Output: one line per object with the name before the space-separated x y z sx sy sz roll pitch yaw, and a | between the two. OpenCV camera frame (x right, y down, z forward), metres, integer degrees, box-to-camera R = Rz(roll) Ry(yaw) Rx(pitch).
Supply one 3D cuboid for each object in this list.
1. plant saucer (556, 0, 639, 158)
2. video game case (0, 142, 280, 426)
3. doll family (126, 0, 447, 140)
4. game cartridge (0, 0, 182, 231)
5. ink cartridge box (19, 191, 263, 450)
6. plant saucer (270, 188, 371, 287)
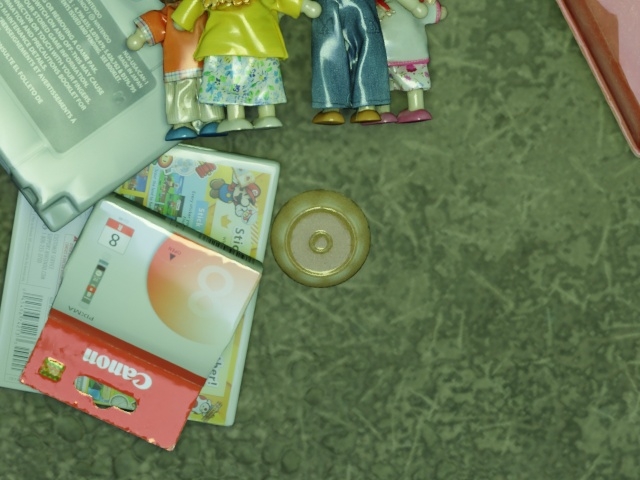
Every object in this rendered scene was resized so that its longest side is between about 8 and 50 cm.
plant saucer | 0.307 -0.235 1.446 0.259 0.048 0.258 -27 101 6
video game case | -0.153 0.027 1.509 0.206 0.026 0.227 10 100 -2
doll family | -0.011 -0.168 1.391 0.263 0.118 0.163 -5 90 -16
game cartridge | -0.215 -0.180 1.423 0.196 0.060 0.294 -36 98 -9
ink cartridge box | -0.148 0.068 1.481 0.145 0.045 0.179 25 97 -5
plant saucer | 0.000 0.000 1.508 0.083 0.015 0.083 0 102 0
